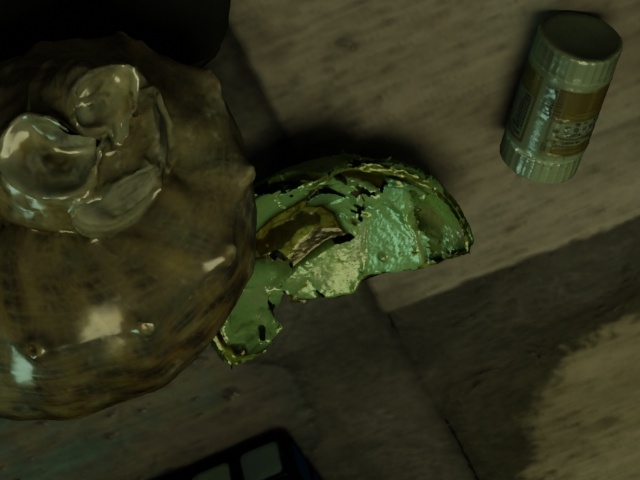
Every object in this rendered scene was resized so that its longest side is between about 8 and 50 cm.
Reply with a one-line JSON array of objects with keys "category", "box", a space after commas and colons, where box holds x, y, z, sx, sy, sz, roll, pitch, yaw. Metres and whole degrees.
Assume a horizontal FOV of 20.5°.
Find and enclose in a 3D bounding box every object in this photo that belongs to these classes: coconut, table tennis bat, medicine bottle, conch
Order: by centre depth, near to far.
[{"category": "conch", "box": [-0.143, 0.016, 0.862, 0.210, 0.159, 0.291, 7, 136, -11]}, {"category": "table tennis bat", "box": [-0.104, -0.099, 0.879, 0.130, 0.019, 0.220, -12, 133, 0]}, {"category": "medicine bottle", "box": [0.127, -0.075, 0.938, 0.047, 0.047, 0.083, 1, 132, -15]}, {"category": "coconut", "box": [0.001, -0.002, 0.971, 0.158, 0.055, 0.133, -17, 133, 0]}]

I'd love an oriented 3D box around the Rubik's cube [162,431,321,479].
[{"category": "Rubik's cube", "box": [-0.053, 0.265, 1.123, 0.182, 0.187, 0.184, -25, 136, 9]}]
